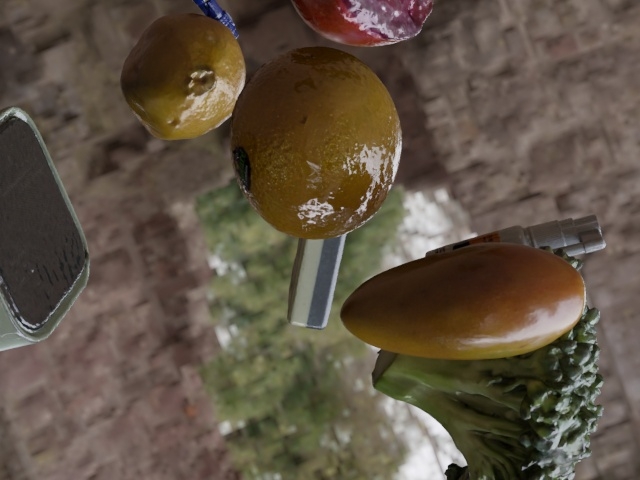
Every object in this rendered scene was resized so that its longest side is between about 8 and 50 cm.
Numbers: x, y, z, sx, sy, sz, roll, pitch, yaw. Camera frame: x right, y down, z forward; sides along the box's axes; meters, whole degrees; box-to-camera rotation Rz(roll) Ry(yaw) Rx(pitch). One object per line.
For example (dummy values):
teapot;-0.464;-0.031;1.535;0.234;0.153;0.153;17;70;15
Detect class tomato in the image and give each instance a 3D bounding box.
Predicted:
tomato;0.019;-0.428;2.128;0.176;0.335;0.289;-5;172;33

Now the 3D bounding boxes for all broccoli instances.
broccoli;0.223;0.157;1.799;0.324;0.272;0.334;-40;-155;33

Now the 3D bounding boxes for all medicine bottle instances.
medicine bottle;0.244;0.018;1.950;0.220;0.061;0.092;-16;-162;6

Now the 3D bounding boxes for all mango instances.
mango;0.135;0.062;1.533;0.253;0.113;0.138;-6;-176;24

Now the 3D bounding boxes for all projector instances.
projector;-0.458;0.005;1.882;0.249;0.249;0.248;-14;-158;19

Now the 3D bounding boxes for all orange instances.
orange;-0.007;-0.120;1.906;0.236;0.236;0.236;-20;-170;4

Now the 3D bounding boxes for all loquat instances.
loquat;-0.203;-0.244;2.303;0.187;0.176;0.234;-47;-160;-13

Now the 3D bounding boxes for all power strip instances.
power strip;0.000;0.000;2.339;0.070;0.257;0.105;10;-153;-5

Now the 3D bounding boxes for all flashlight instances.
flashlight;-0.163;-0.353;2.355;0.035;0.121;0.057;-37;-151;6
